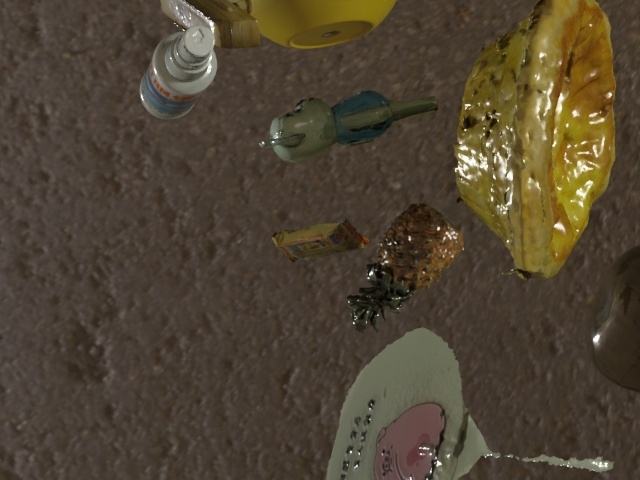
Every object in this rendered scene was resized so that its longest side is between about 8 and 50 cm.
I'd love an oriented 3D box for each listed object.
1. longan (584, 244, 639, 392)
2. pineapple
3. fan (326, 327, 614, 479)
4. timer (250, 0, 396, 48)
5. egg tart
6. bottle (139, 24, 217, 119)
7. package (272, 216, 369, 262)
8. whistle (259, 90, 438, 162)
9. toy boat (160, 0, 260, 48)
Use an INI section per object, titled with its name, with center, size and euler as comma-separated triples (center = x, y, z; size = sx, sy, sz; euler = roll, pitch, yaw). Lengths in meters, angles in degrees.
[longan]
center = 0.516, 0.117, 1.644
size = 0.248, 0.248, 0.248
euler = 8, 112, 19
[pineapple]
center = 0.106, 0.043, 1.473
size = 0.108, 0.108, 0.198
euler = 40, 91, 4
[fan]
center = 0.079, 0.136, 0.699
size = 0.010, 0.182, 0.310
euler = 21, 162, -24
[timer]
center = -0.022, -0.552, 1.956
size = 0.376, 0.376, 0.387
euler = -14, 83, 26
[egg tart]
center = 0.238, -0.122, 1.226
size = 0.132, 0.341, 0.341
euler = 9, 113, 27
[bottle]
center = -0.125, -0.156, 0.983
size = 0.060, 0.217, 0.060
euler = 1, 85, -16
[package]
center = -0.002, 0.000, 1.547
size = 0.120, 0.108, 0.031
euler = -11, 70, 16
[whistle]
center = 0.036, -0.154, 1.376
size = 0.235, 0.114, 0.077
euler = -15, 95, -13
[toy boat]
center = -0.142, -0.307, 1.413
size = 0.226, 0.088, 0.068
euler = 38, 141, 43
